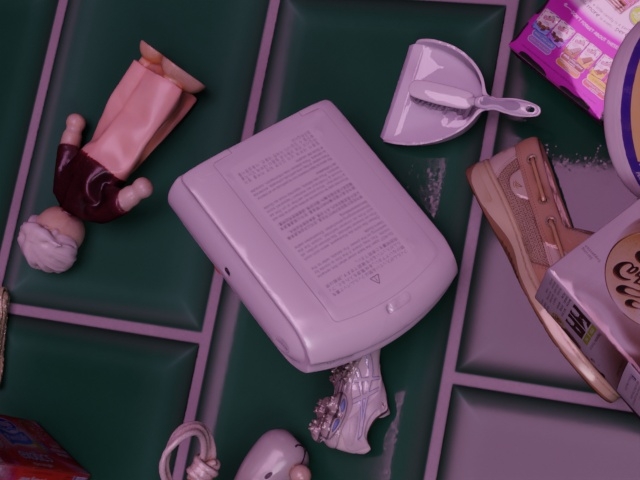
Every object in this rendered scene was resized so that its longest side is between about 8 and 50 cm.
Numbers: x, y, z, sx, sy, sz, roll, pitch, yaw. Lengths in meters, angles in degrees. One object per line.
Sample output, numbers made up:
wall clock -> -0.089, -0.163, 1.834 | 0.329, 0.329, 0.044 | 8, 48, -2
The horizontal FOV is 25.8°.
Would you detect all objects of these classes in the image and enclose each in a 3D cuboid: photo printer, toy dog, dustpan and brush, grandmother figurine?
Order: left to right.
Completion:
grandmother figurine -> -0.294, -0.100, 1.912 | 0.342, 0.104, 0.208 | -54, 40, 3
toy dog -> -0.108, 0.395, 1.681 | 0.161, 0.220, 0.333 | 24, 95, 44
photo printer -> 0.000, 0.000, 1.723 | 0.256, 0.107, 0.307 | -31, 71, -24
dustpan and brush -> 0.184, -0.178, 1.782 | 0.211, 0.060, 0.147 | 15, 82, 22

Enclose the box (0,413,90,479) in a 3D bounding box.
box -> -0.421, 0.300, 1.766 | 0.123, 0.257, 0.128 | 39, 91, 21

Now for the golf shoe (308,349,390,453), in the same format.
golf shoe -> 0.053, 0.184, 1.749 | 0.086, 0.069, 0.176 | 28, 72, -15

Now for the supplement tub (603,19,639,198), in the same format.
supplement tub -> 0.503, -0.142, 1.509 | 0.331, 0.241, 0.241 | 8, 78, 50

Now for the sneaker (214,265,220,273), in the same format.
sneaker -> -0.107, -0.039, 1.845 | 0.064, 0.067, 0.175 | 16, 84, 20

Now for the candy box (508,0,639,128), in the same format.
candy box -> 0.371, -0.275, 1.729 | 0.159, 0.071, 0.233 | 44, 99, 22

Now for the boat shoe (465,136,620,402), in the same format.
boat shoe -> 0.291, 0.028, 1.663 | 0.110, 0.122, 0.341 | -30, 68, 11

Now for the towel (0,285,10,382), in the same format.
towel -> -0.487, 0.138, 1.953 | 0.110, 0.027, 0.148 | -2, 78, 19

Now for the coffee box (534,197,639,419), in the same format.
coffee box -> 0.396, 0.111, 1.516 | 0.168, 0.119, 0.297 | -35, 73, -10
